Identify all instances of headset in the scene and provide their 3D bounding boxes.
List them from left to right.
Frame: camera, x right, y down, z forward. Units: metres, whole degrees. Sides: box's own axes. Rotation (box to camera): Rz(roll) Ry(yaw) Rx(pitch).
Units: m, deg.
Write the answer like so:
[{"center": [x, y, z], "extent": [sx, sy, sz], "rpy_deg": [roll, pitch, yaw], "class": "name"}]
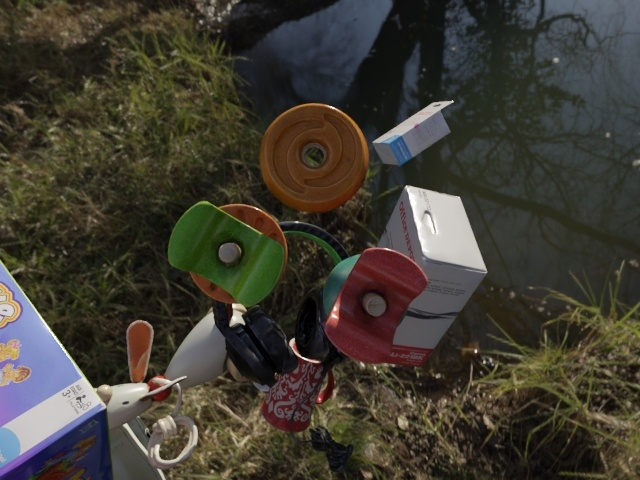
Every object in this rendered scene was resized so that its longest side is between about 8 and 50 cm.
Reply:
[{"center": [-0.033, 0.165, 0.844], "extent": [0.244, 0.394, 0.185], "rpy_deg": [-14, 9, -19], "class": "headset"}]

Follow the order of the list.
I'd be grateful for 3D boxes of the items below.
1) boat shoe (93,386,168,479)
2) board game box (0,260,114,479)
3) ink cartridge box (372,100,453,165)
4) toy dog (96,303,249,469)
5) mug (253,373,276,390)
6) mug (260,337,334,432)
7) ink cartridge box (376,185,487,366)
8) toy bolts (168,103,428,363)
[{"center": [-0.389, 0.452, 1.070], "extent": [0.127, 0.113, 0.340], "rpy_deg": [-37, 86, 4], "class": "boat shoe"}, {"center": [-0.326, 0.093, 0.484], "extent": [0.347, 0.233, 0.078], "rpy_deg": [44, 51, 18], "class": "board game box"}, {"center": [0.223, -0.247, 1.192], "extent": [0.181, 0.061, 0.104], "rpy_deg": [-34, 19, -6], "class": "ink cartridge box"}, {"center": [-0.244, 0.205, 0.919], "extent": [0.220, 0.161, 0.334], "rpy_deg": [23, 49, 29], "class": "toy dog"}, {"center": [-0.165, 0.419, 1.601], "extent": [0.062, 0.078, 0.064], "rpy_deg": [28, 41, 3], "class": "mug"}, {"center": [-0.040, 0.295, 1.100], "extent": [0.113, 0.169, 0.150], "rpy_deg": [27, 20, 22], "class": "mug"}, {"center": [0.170, 0.069, 0.941], "extent": [0.114, 0.272, 0.197], "rpy_deg": [9, 42, -11], "class": "ink cartridge box"}, {"center": [0.000, 0.000, 0.529], "extent": [0.229, 0.158, 0.218], "rpy_deg": [33, 88, -1], "class": "toy bolts"}]
